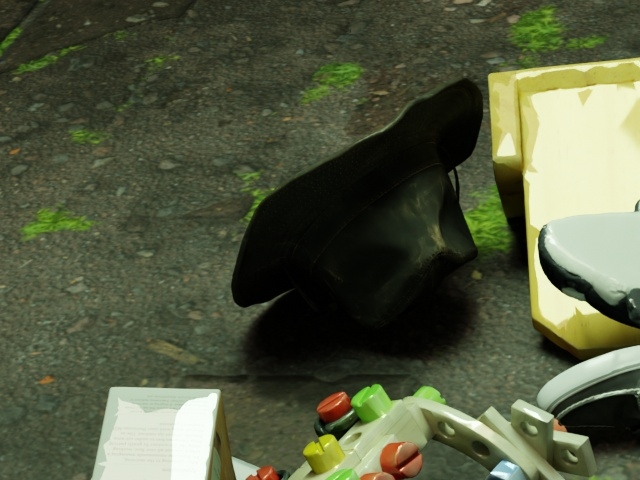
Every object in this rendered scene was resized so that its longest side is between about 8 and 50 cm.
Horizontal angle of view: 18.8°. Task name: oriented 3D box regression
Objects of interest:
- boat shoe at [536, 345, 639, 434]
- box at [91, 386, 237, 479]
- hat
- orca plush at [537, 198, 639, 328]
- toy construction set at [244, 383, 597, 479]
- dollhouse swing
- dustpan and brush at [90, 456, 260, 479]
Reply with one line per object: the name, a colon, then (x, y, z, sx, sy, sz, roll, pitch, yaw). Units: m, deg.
boat shoe: (0.302, 0.137, 1.642, 0.228, 0.080, 0.076, -9, 54, -7)
box: (-0.123, 0.218, 1.491, 0.091, 0.130, 0.170, 1, 49, 6)
hat: (0.065, 0.002, 1.829, 0.331, 0.331, 0.134, -27, 71, -30)
orca plush: (0.329, 0.042, 1.712, 0.287, 0.102, 0.151, -3, 53, -10)
toy construction set: (0.054, 0.198, 1.508, 0.328, 0.151, 0.215, -24, 6, -40)
dollhouse swing: (0.355, -0.017, 1.920, 0.347, 0.305, 0.315, -6, -13, 7)
dustpan and brush: (-0.155, 0.242, 1.603, 0.147, 0.060, 0.211, 18, 30, 21)
